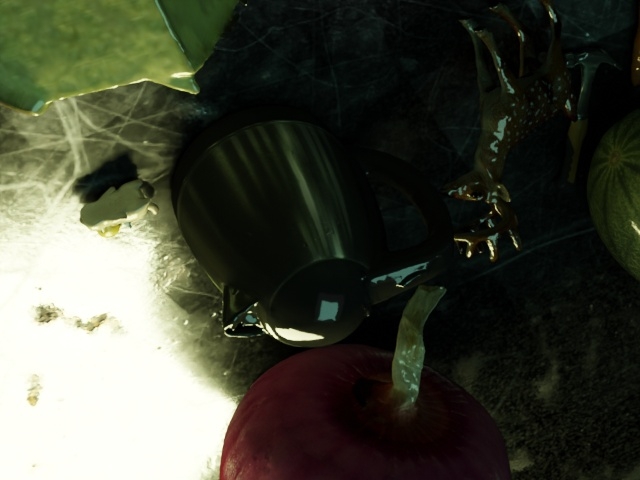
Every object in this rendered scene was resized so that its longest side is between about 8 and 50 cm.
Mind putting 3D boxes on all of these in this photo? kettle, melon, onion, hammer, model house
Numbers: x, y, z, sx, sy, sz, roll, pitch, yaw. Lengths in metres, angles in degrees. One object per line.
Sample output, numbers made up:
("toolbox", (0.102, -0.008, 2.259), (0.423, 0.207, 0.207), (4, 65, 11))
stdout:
("kettle", (-0.012, 0.011, 1.879), (0.250, 0.271, 0.207), (8, 123, -27))
("melon", (0.449, -0.046, 2.060), (0.301, 0.237, 0.237), (26, 113, -36))
("onion", (0.051, 0.266, 2.052), (0.358, 0.358, 0.345), (-21, 139, -6))
("hammer", (0.311, -0.143, 2.065), (0.078, 0.021, 0.201), (-10, 130, -16))
("model house", (-0.245, -0.293, 1.593), (0.266, 0.261, 0.321), (-14, 118, 21))

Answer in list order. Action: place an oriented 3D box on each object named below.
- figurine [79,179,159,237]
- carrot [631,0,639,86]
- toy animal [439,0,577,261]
("figurine", (-0.221, -0.028, 1.914), (0.083, 0.047, 0.050), (-21, 143, 0))
("carrot", (0.381, -0.261, 1.989), (0.048, 0.048, 0.216), (-12, 136, -14))
("toy animal", (0.216, -0.129, 1.915), (0.243, 0.087, 0.260), (-30, 113, -33))
